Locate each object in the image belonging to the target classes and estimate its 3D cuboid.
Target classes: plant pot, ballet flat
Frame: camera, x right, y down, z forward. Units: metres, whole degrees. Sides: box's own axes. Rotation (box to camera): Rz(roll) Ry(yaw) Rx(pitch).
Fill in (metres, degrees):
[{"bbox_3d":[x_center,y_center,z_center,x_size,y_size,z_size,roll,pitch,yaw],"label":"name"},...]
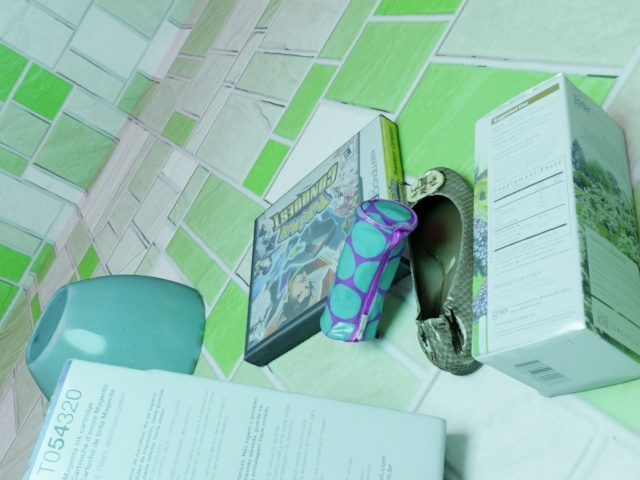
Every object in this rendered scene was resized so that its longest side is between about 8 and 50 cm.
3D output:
[{"bbox_3d":[-0.349,0.170,1.086,0.290,0.195,0.290,-36,38,34],"label":"plant pot"},{"bbox_3d":[0.116,0.014,0.667,0.084,0.058,0.249,-33,40,37],"label":"ballet flat"}]

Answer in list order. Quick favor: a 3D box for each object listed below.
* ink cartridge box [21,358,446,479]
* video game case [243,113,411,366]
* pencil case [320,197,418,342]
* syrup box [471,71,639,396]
[{"bbox_3d":[-0.081,0.273,0.515,0.071,0.330,0.323,90,-170,-60],"label":"ink cartridge box"},{"bbox_3d":[0.000,0.000,0.873,0.275,0.035,0.248,-36,38,34],"label":"video game case"},{"bbox_3d":[0.048,0.033,0.689,0.070,0.065,0.151,-120,40,-54],"label":"pencil case"},{"bbox_3d":[0.189,-0.008,0.544,0.096,0.093,0.236,-28,43,43],"label":"syrup box"}]
